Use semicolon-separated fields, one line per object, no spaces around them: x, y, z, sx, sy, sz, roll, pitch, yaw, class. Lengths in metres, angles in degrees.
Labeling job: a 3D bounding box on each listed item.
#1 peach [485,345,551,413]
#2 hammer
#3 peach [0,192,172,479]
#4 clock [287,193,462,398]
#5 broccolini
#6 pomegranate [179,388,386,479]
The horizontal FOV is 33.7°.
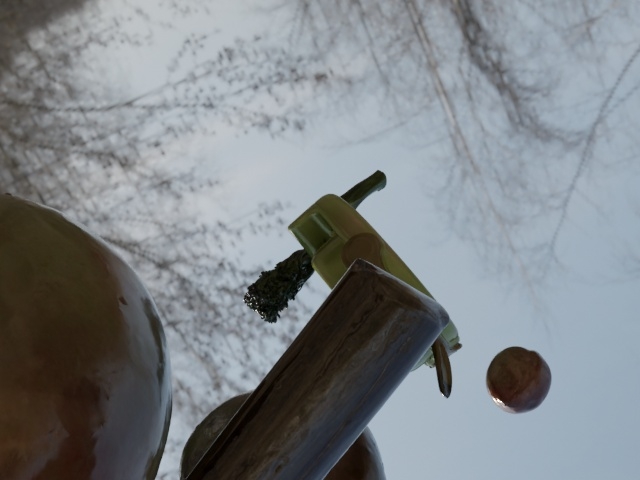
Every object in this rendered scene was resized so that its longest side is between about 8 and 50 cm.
0.240;0.171;1.281;0.083;0.083;0.083;-22;-160;8;peach
-0.077;0.171;0.528;0.409;0.242;0.095;-49;-153;-11;hammer
-0.230;0.100;0.641;0.292;0.247;0.292;10;-154;-5;peach
0.061;0.056;0.994;0.069;0.170;0.232;-39;-153;0;clock
0.000;0.000;1.128;0.051;0.054;0.239;9;-136;37;broccolini
-0.056;0.353;1.410;0.291;0.323;0.291;6;-138;-6;pomegranate
